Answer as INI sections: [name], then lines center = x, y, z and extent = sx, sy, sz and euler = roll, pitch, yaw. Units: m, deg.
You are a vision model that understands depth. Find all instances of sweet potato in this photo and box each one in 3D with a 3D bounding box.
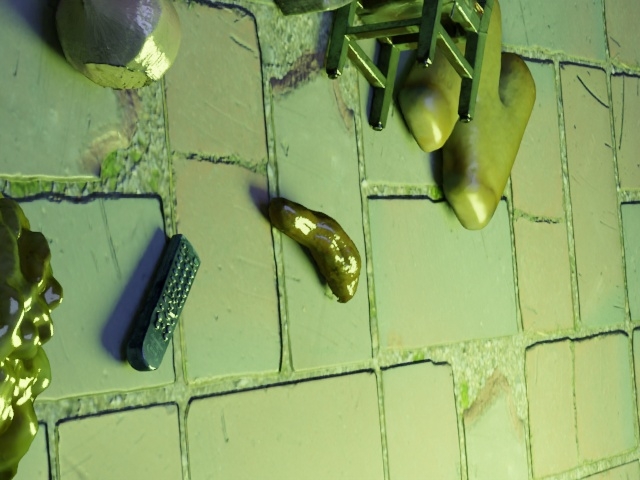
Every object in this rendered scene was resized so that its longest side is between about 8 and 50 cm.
[sweet potato]
center = 0.000, -0.002, 2.000
extent = 0.182, 0.054, 0.053
euler = 48, 37, -42

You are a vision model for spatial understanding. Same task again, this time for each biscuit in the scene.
[biscuit]
center = 0.196, -0.182, 2.350
extent = 0.237, 0.062, 0.290
euler = 61, 36, -33

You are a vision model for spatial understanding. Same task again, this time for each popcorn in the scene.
[popcorn]
center = -0.302, 0.076, 1.319
extent = 0.270, 0.224, 0.258
euler = -68, 169, -62

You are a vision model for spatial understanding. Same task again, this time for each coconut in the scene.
[coconut]
center = -0.186, -0.193, 1.666
extent = 0.124, 0.110, 0.110
euler = 37, 54, -60

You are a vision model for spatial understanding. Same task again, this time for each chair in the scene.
[chair]
center = 0.114, -0.278, 2.151
extent = 0.147, 0.136, 0.270
euler = 45, 50, -49

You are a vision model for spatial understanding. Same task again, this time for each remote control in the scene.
[remote control]
center = -0.151, 0.062, 1.761
extent = 0.043, 0.027, 0.152
euler = 53, 41, -33

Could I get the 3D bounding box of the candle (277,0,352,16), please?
[candle]
center = -0.005, -0.322, 2.027
extent = 0.192, 0.068, 0.168
euler = 36, 56, -47
